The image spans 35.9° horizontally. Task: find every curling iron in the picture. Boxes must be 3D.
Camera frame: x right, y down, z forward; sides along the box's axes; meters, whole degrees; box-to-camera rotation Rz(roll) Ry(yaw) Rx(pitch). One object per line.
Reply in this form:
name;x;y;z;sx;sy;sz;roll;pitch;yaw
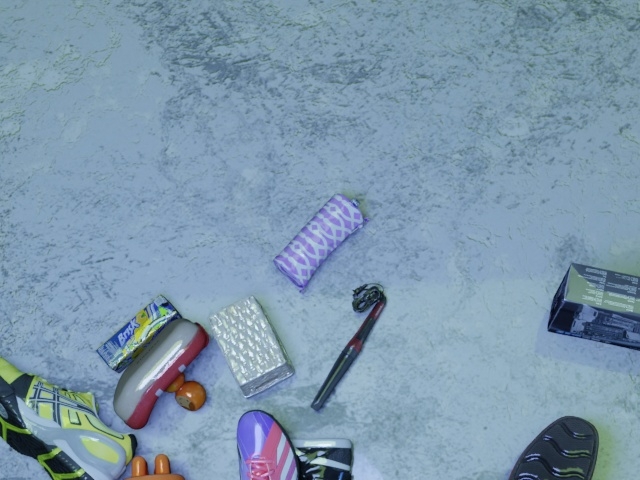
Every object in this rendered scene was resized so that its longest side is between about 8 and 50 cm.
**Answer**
curling iron;0.050;0.204;1.906;0.068;0.035;0.274;22;76;16

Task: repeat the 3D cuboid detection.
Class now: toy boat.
toy boat;-0.283;0.270;1.882;0.151;0.151;0.231;45;81;-13

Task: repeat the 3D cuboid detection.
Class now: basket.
basket;-0.137;0.200;1.890;0.113;0.103;0.167;-27;71;-4

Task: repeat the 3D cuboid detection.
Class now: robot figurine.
robot figurine;-0.306;0.505;1.802;0.128;0.158;0.220;-24;66;41

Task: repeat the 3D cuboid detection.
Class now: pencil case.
pencil case;0.000;0.000;1.952;0.088;0.086;0.206;45;83;-7

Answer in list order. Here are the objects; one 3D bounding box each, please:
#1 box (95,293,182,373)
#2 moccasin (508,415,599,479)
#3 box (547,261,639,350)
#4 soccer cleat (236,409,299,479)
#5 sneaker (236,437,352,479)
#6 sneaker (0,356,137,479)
box;-0.356;0.183;1.941;0.169;0.059;0.054;-41;74;-7
moccasin;0.392;0.492;1.736;0.139;0.147;0.380;14;78;25
box;0.577;0.135;1.763;0.307;0.242;0.077;12;74;9
soccer cleat;-0.096;0.462;1.748;0.108;0.116;0.319;-9;92;21
sneaker;-0.049;0.428;1.823;0.216;0.079;0.121;-2;73;5
sneaker;-0.515;0.340;1.891;0.384;0.145;0.147;38;50;18
